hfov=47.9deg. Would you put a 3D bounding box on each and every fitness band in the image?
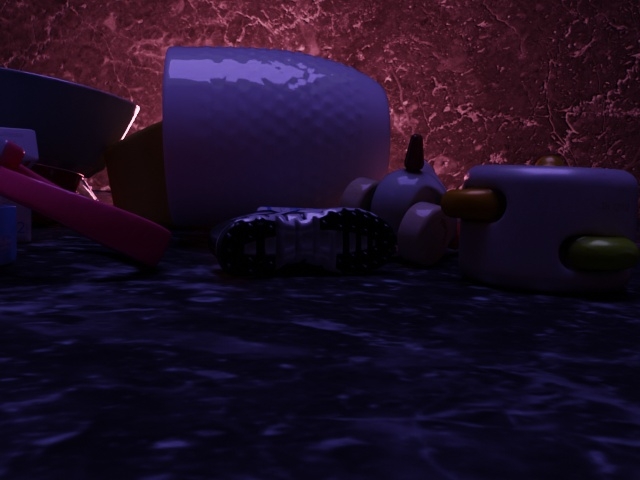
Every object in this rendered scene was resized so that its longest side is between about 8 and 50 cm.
[{"bbox_3d":[-0.283,-0.038,0.805,0.209,0.054,0.291,33,-10,-31],"label":"fitness band"}]

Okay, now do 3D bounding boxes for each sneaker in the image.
[{"bbox_3d":[-0.025,-0.003,0.831,0.234,0.078,0.106,-2,9,-29],"label":"sneaker"}]

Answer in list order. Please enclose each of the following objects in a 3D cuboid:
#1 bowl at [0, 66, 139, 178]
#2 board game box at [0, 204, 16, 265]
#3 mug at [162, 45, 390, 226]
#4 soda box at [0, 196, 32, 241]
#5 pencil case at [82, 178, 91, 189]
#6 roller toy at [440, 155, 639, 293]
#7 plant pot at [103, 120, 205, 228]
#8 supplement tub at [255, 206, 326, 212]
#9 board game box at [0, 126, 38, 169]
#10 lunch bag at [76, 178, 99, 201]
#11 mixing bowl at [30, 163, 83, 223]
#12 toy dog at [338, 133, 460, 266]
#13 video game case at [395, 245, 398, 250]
[{"bbox_3d":[-0.520,-0.215,1.392,0.311,0.163,0.311,11,1,0],"label":"bowl"},{"bbox_3d":[-0.486,-0.004,0.665,0.316,0.064,0.242,3,5,-1],"label":"board game box"},{"bbox_3d":[-0.071,-0.135,1.170,0.328,0.276,0.374,-1,-32,-6],"label":"mug"},{"bbox_3d":[-0.531,-0.043,0.929,0.286,0.091,0.098,-2,7,-39],"label":"soda box"},{"bbox_3d":[-0.664,-0.123,1.613,0.124,0.124,0.284,7,5,37],"label":"pencil case"},{"bbox_3d":[0.255,-0.024,0.824,0.209,0.146,0.191,4,5,25],"label":"roller toy"},{"bbox_3d":[-0.297,-0.120,1.404,0.187,0.212,0.212,-10,4,8],"label":"plant pot"},{"bbox_3d":[-0.029,-0.007,0.912,0.107,0.071,0.071,1,5,-12],"label":"supplement tub"},{"bbox_3d":[-0.571,-0.092,1.077,0.193,0.053,0.305,-2,-15,-41],"label":"board game box"},{"bbox_3d":[-0.539,-0.087,1.463,0.151,0.096,0.129,21,8,20],"label":"lunch bag"},{"bbox_3d":[-0.520,-0.083,1.276,0.181,0.098,0.181,7,-2,0],"label":"mixing bowl"},{"bbox_3d":[0.174,-0.064,1.050,0.220,0.161,0.333,21,13,19],"label":"toy dog"},{"bbox_3d":[0.000,0.000,1.111,0.206,0.026,0.227,6,5,34],"label":"video game case"}]
